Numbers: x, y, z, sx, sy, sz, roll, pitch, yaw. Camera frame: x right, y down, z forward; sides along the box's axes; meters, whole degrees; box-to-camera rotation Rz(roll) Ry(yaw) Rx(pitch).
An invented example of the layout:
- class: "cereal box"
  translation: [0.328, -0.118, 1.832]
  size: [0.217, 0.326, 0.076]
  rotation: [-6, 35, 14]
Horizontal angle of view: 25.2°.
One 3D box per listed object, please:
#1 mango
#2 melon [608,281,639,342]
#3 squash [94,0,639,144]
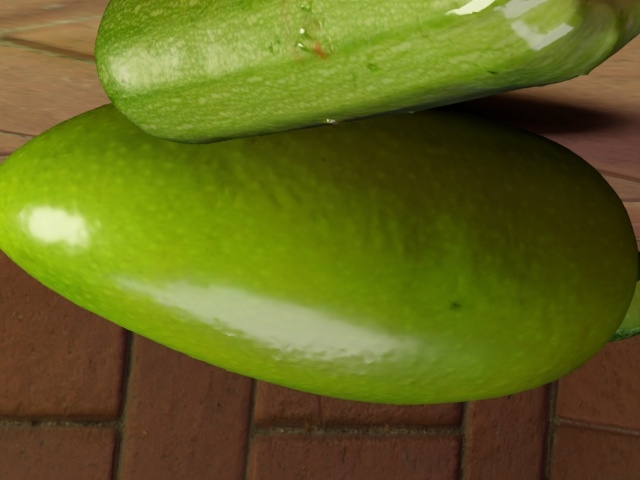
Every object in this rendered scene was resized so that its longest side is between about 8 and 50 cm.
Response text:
- class: "mango"
  translation: [0.000, 0.000, 0.725]
  size: [0.343, 0.156, 0.192]
  rotation: [10, 166, -26]
- class: "melon"
  translation: [0.285, 0.071, 1.865]
  size: [0.196, 0.124, 0.323]
  rotation: [14, 172, -23]
- class: "squash"
  translation: [0.003, -0.062, 0.395]
  size: [0.066, 0.066, 0.229]
  rotation: [7, 176, -32]
